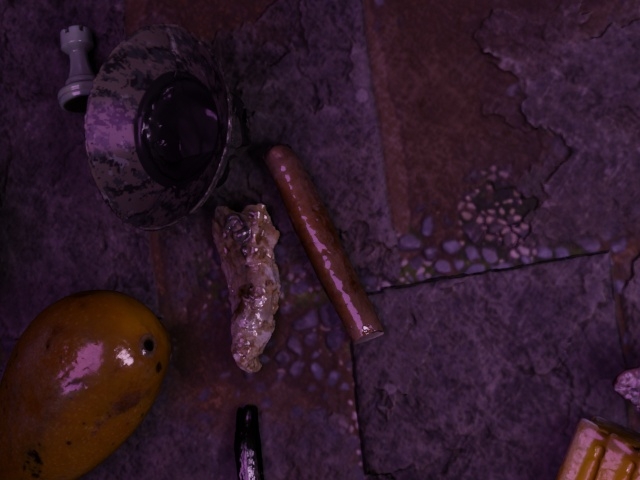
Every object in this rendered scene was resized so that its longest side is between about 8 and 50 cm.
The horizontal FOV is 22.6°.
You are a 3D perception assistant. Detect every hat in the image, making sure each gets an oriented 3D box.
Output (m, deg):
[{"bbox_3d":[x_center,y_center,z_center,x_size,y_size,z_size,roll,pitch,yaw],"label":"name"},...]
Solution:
[{"bbox_3d":[-0.159,-0.129,1.921,0.266,0.128,0.265,-4,84,41],"label":"hat"}]

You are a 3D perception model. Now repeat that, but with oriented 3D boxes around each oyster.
[{"bbox_3d":[-0.085,0.048,1.914,0.106,0.061,0.199,-29,76,22],"label":"oyster"}]

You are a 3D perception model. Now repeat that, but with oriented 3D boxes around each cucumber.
[{"bbox_3d":[-0.088,0.265,1.923,0.033,0.034,0.134,-12,82,31],"label":"cucumber"}]

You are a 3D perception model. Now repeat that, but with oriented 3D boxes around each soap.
[{"bbox_3d":[0.305,0.319,1.700,0.140,0.073,0.232,23,99,26],"label":"soap"}]

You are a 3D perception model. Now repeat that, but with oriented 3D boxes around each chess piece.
[{"bbox_3d":[-0.305,-0.219,2.037,0.067,0.067,0.103,-18,71,25],"label":"chess piece"}]

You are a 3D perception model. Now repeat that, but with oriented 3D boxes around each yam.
[{"bbox_3d":[0.000,0.000,1.881,0.046,0.046,0.264,-32,76,22],"label":"yam"}]

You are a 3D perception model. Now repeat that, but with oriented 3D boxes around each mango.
[{"bbox_3d":[-0.319,0.196,1.973,0.176,0.176,0.329,36,105,-20],"label":"mango"}]

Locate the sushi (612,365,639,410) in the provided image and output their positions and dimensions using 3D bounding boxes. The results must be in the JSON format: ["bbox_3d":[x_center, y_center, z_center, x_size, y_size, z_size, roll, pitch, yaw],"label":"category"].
[{"bbox_3d":[0.426,0.182,1.623,0.241,0.107,0.161,-15,79,20],"label":"sushi"}]
